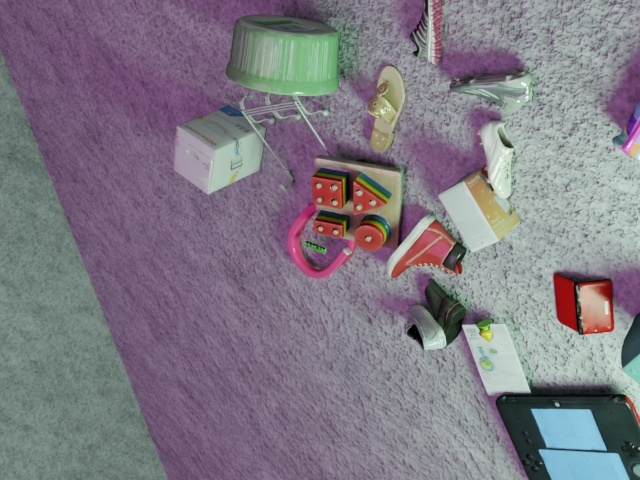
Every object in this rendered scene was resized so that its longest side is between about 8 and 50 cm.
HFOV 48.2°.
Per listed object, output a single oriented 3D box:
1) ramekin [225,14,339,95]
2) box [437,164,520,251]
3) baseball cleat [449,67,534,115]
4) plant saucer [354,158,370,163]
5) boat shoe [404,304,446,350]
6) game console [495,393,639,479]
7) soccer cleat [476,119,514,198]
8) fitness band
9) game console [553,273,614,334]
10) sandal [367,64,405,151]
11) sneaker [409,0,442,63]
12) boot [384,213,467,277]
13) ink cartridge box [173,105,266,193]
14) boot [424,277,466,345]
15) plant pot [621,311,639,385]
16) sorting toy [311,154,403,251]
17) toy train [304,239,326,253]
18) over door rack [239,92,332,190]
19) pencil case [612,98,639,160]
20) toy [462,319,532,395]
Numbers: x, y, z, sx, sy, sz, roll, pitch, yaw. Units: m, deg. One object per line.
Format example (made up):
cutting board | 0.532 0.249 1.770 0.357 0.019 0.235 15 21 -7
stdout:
ramekin | -0.093 -0.494 1.880 0.303 0.303 0.148 24 120 30
box | 0.398 -0.081 1.790 0.091 0.130 0.170 -29 93 48
baseball cleat | 0.399 -0.342 1.682 0.206 0.072 0.109 6 124 44
plant saucer | 0.127 -0.196 2.051 0.083 0.015 0.083 21 126 32
boat shoe | 0.281 0.249 2.052 0.227 0.081 0.079 -132 30 -68
game console | 0.694 0.558 1.919 0.387 0.060 0.342 -13 112 44
soccer cleat | 0.438 -0.196 1.737 0.076 0.068 0.196 -7 106 41
fitness band | 0.000 0.000 2.253 0.209 0.054 0.291 49 135 9
game console | 0.655 0.153 1.781 0.124 0.085 0.144 -8 111 11
sandal | 0.160 -0.337 1.893 0.088 0.079 0.240 27 129 28
sneaker | 0.250 -0.512 1.722 0.075 0.063 0.170 13 127 29
boot | 0.297 0.065 2.002 0.176 0.088 0.244 45 132 11
ink cartridge box | -0.318 -0.286 2.240 0.171 0.233 0.168 34 132 24
boot | 0.343 0.212 2.071 0.137 0.077 0.198 49 143 32
plant pot | 0.769 0.233 1.563 0.166 0.234 0.165 42 135 15
sorting toy | 0.095 -0.092 2.029 0.255 0.089 0.257 12 127 20
toy train | -0.016 0.021 2.232 0.083 0.017 0.023 20 134 35
over door rack | -0.074 -0.306 2.117 0.240 0.108 0.324 0 128 41
pencil case | 0.686 -0.273 1.445 0.104 0.104 0.236 34 133 23
toy | 0.497 0.323 1.988 0.137 0.056 0.237 -8 114 44
